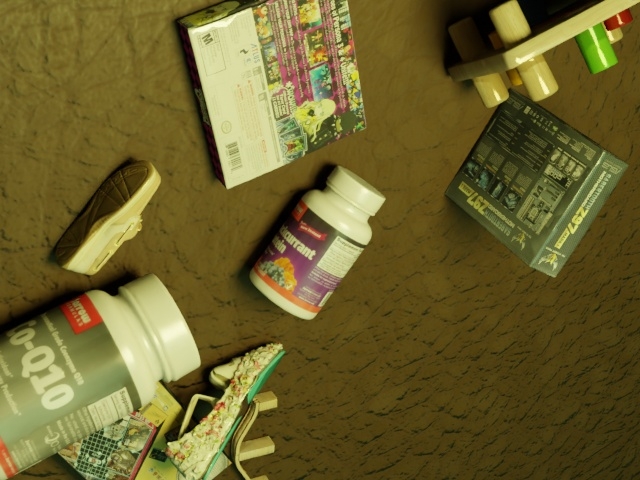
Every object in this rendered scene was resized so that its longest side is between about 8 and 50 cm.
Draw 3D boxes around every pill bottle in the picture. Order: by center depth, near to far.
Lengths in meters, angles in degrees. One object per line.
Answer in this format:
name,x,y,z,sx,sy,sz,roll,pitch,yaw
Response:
pill bottle,-0.304,0.159,1.466,0.283,0.161,0.161,-27,130,-16
pill bottle,0.000,0.000,1.598,0.108,0.108,0.193,28,101,-42

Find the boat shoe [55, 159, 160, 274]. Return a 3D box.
boat shoe,-0.249,-0.025,1.453,0.170,0.063,0.059,-44,136,12

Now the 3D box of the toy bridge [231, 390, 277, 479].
toy bridge,-0.102,0.312,1.791,0.063,0.026,0.188,-10,124,-25

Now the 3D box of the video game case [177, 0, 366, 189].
video game case,-0.053,-0.202,1.475,0.210,0.042,0.232,-26,130,-17

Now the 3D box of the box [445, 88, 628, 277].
box,0.292,-0.083,1.650,0.059,0.232,0.183,23,105,-34

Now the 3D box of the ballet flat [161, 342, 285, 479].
ballet flat,-0.134,0.221,1.649,0.241,0.077,0.091,-57,176,-33

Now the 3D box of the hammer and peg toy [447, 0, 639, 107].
hammer and peg toy,0.352,-0.297,1.528,0.361,0.266,0.127,-28,98,-8

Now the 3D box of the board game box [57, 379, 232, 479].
board game box,-0.249,0.290,1.668,0.165,0.042,0.243,-38,133,-7
